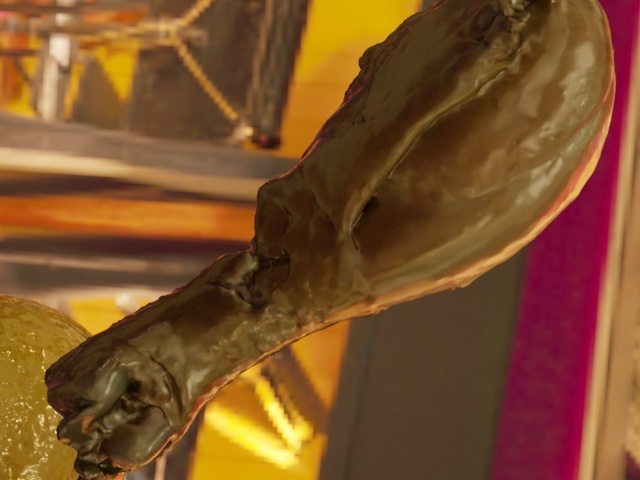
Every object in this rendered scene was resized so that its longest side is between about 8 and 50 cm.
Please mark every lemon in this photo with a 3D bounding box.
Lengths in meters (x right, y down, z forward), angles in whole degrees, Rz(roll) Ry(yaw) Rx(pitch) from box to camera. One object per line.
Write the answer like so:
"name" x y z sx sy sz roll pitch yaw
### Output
"lemon" -0.354 0.215 1.793 0.336 0.336 0.336 4 90 -75

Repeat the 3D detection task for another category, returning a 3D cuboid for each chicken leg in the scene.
"chicken leg" 0.000 0.000 1.019 0.153 0.429 0.201 53 -2 0
